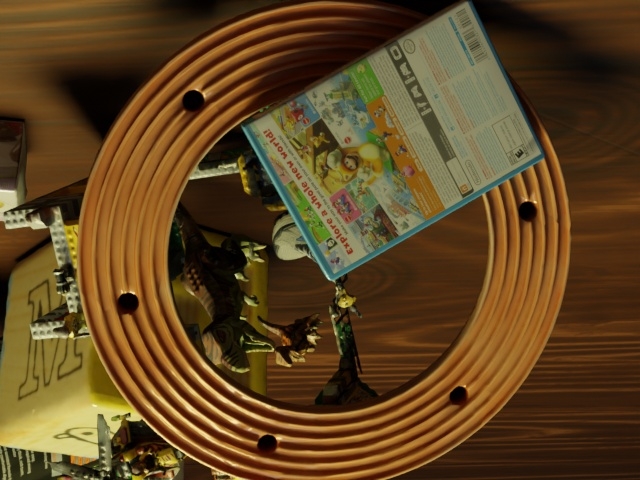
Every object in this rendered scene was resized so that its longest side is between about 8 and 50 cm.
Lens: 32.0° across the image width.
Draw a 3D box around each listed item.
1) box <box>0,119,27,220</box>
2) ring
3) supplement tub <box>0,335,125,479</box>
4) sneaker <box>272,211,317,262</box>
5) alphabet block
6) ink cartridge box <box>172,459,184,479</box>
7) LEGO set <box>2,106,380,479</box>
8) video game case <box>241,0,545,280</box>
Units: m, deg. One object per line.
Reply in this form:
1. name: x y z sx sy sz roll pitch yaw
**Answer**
1. box: -0.389 -0.064 0.846 0.324 0.063 0.067 5 156 -11
2. ring: 0.007 0.007 0.754 0.337 0.336 0.032 4 -168 -11
3. supplement tub: -0.311 0.194 1.195 0.316 0.193 0.194 -14 172 -44
4. sneaker: 0.000 0.000 1.011 0.052 0.058 0.135 16 153 -34
5. alphabet block: -0.181 0.099 1.076 0.192 0.193 0.197 15 153 -35
6. ink cartridge box: -0.315 0.292 1.558 0.237 0.171 0.100 -2 157 5
7. LEGO set: -0.090 0.068 0.826 0.255 0.331 0.192 3 -163 19
8. video game case: 0.049 -0.065 0.722 0.166 0.119 0.015 -30 -164 -3
